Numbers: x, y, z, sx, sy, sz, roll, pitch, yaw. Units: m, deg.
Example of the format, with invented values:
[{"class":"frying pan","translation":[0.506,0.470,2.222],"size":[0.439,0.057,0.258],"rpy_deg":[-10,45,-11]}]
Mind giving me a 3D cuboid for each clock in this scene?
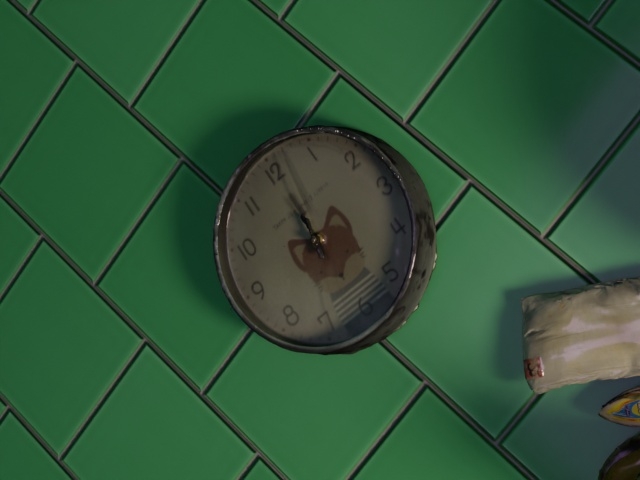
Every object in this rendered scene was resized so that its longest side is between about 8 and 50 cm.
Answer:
[{"class":"clock","translation":[0.000,0.000,1.704],"size":[0.325,0.067,0.325],"rpy_deg":[0,89,25]}]

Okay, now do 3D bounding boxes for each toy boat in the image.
[{"class":"toy boat","translation":[0.442,0.199,1.496],"size":[0.210,0.066,0.084],"rpy_deg":[-12,82,25]}]

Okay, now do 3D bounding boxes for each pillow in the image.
[{"class":"pillow","translation":[0.363,0.115,1.542],"size":[0.229,0.051,0.128],"rpy_deg":[-12,76,23]}]

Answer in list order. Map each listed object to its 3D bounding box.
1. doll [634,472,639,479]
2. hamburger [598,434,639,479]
[{"class":"doll","translation":[0.448,0.318,1.353],"size":[0.234,0.135,0.143],"rpy_deg":[29,94,17]},{"class":"hamburger","translation":[0.421,0.327,1.484],"size":[0.185,0.113,0.177],"rpy_deg":[33,96,13]}]
